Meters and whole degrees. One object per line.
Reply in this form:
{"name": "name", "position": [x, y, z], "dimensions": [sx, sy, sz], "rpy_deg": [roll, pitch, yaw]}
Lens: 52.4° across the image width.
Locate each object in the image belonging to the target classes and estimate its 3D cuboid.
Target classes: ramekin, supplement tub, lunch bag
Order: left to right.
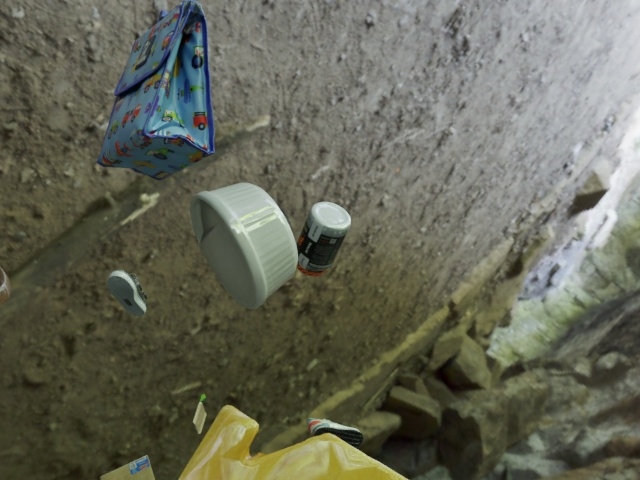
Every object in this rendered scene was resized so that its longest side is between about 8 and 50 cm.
{"name": "lunch bag", "position": [-0.286, -0.283, 1.186], "dimensions": [0.138, 0.294, 0.220], "rpy_deg": [13, 164, -36]}
{"name": "ramekin", "position": [-0.159, 0.000, 1.395], "dimensions": [0.127, 0.273, 0.273], "rpy_deg": [-30, 154, -24]}
{"name": "supplement tub", "position": [0.000, 0.000, 1.752], "dimensions": [0.117, 0.117, 0.191], "rpy_deg": [-25, 149, -45]}

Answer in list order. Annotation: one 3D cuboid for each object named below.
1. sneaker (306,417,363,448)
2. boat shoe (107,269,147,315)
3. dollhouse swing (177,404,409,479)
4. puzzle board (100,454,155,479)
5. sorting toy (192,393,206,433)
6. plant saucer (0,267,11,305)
{"name": "sneaker", "position": [0.035, 0.472, 1.618], "dimensions": [0.161, 0.075, 0.057], "rpy_deg": [21, 98, -34]}
{"name": "boat shoe", "position": [-0.563, 0.140, 1.928], "dimensions": [0.229, 0.080, 0.076], "rpy_deg": [76, 16, -54]}
{"name": "dollhouse swing", "position": [-0.007, 0.358, 0.489], "dimensions": [0.315, 0.346, 0.305], "rpy_deg": [-59, 177, -26]}
{"name": "puzzle board", "position": [-0.501, 0.634, 1.706], "dimensions": [0.128, 0.097, 0.011], "rpy_deg": [-19, -173, -31]}
{"name": "sorting toy", "position": [-0.291, 0.417, 1.573], "dimensions": [0.062, 0.012, 0.083], "rpy_deg": [83, 15, -49]}
{"name": "plant saucer", "position": [-0.693, 0.075, 1.274], "dimensions": [0.168, 0.168, 0.029], "rpy_deg": [-16, 143, -54]}
